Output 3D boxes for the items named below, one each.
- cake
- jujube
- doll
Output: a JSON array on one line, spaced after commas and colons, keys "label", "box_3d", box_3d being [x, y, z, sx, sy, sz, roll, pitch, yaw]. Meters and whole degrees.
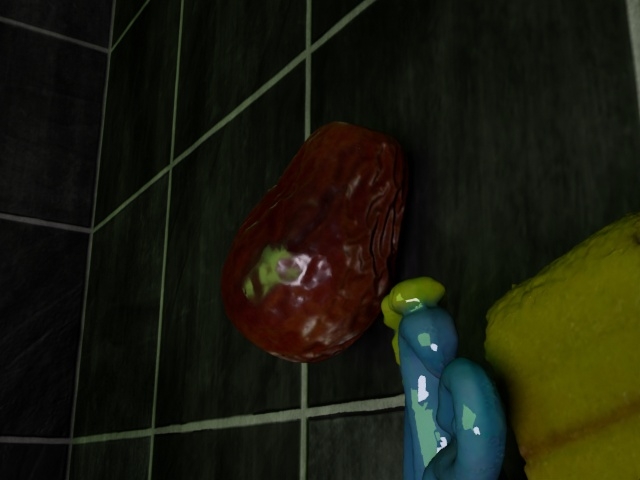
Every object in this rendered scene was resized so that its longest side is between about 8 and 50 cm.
[{"label": "cake", "box_3d": [0.215, 0.115, 0.416, 0.156, 0.179, 0.261, -45, 47, 43]}, {"label": "jujube", "box_3d": [0.000, 0.000, 0.810, 0.190, 0.189, 0.256, 21, 91, 58]}, {"label": "doll", "box_3d": [0.087, 0.203, 0.506, 0.346, 0.098, 0.342, 75, -179, -61]}]
